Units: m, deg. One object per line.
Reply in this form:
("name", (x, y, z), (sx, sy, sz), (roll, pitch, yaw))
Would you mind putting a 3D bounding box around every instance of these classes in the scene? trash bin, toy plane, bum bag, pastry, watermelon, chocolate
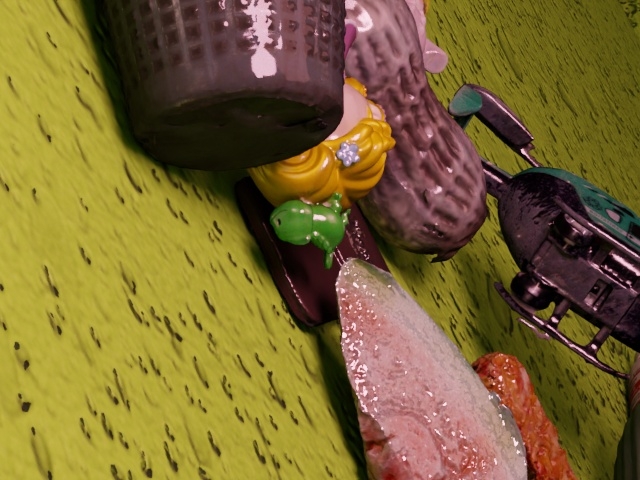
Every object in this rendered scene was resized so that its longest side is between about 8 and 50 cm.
("trash bin", (-0.054, -0.132, 1.076), (0.175, 0.175, 0.161), (30, 48, -59))
("toy plane", (0.181, -0.014, 1.462), (0.382, 0.106, 0.155), (33, 28, 6))
("bum bag", (0.000, 0.000, 1.232), (0.109, 0.026, 0.159), (63, 20, 5))
("pastry", (0.142, 0.156, 1.361), (0.169, 0.063, 0.087), (63, 27, -18))
("watermelon", (0.050, 0.098, 1.165), (0.094, 0.081, 0.180), (-10, 69, -61))
("chocolate", (0.043, -0.098, 1.356), (0.248, 0.110, 0.110), (61, 18, -23))

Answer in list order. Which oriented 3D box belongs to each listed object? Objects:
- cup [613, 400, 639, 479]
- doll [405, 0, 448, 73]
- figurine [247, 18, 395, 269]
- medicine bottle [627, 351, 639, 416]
("cup", (0.383, 0.305, 1.447), (0.392, 0.310, 0.401), (-77, 147, -68))
("doll", (0.046, -0.175, 1.499), (0.129, 0.081, 0.207), (29, 22, 0))
("figurine", (0.002, -0.054, 1.176), (0.115, 0.095, 0.156), (48, 30, -59))
("medicine bottle", (0.345, 0.155, 1.862), (0.079, 0.079, 0.140), (56, 21, -21))
